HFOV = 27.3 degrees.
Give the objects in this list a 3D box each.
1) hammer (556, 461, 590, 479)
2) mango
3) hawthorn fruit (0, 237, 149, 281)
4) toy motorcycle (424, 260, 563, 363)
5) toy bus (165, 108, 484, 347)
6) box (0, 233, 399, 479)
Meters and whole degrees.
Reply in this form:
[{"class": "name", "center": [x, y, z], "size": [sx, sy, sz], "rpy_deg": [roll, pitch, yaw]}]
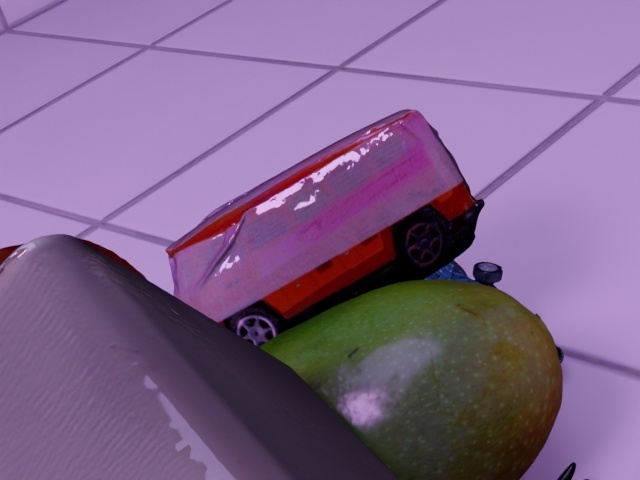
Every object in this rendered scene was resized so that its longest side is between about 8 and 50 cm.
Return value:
[{"class": "hammer", "center": [0.348, 0.175, 0.973], "size": [0.427, 0.044, 0.152], "rpy_deg": [-22, 22, 20]}, {"class": "mango", "center": [0.022, 0.160, 1.106], "size": [0.382, 0.201, 0.225], "rpy_deg": [-21, 36, -1]}, {"class": "hawthorn fruit", "center": [-0.260, 0.114, 1.213], "size": [0.287, 0.330, 0.287], "rpy_deg": [-12, 41, 11]}, {"class": "toy motorcycle", "center": [0.104, 0.075, 1.315], "size": [0.182, 0.123, 0.272], "rpy_deg": [-5, 23, -26]}, {"class": "toy bus", "center": [0.000, 0.000, 1.228], "size": [0.303, 0.147, 0.127], "rpy_deg": [-28, 7, 8]}, {"class": "box", "center": [-0.039, 0.196, 0.800], "size": [0.177, 0.352, 0.344], "rpy_deg": [-49, 54, 2]}]
